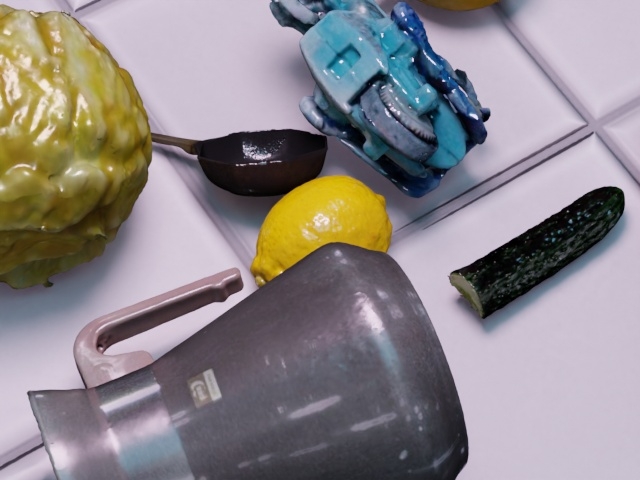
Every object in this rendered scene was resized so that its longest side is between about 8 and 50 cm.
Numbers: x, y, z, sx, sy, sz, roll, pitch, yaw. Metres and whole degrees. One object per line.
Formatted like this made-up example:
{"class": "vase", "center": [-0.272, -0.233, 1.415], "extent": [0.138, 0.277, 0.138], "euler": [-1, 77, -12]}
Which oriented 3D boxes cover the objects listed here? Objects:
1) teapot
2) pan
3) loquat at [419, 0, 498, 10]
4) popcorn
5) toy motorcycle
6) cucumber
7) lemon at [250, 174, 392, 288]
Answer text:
{"class": "teapot", "center": [-0.072, 0.147, 1.630], "extent": [0.344, 0.253, 0.300], "euler": [-20, 46, -10]}
{"class": "pan", "center": [-0.083, -0.083, 1.852], "extent": [0.128, 0.048, 0.202], "euler": [-16, 23, -42]}
{"class": "loquat", "center": [0.136, -0.321, 1.951], "extent": [0.204, 0.149, 0.172], "euler": [-32, 69, -5]}
{"class": "popcorn", "center": [-0.289, -0.089, 1.728], "extent": [0.282, 0.282, 0.247], "euler": [-6, 59, -8]}
{"class": "toy motorcycle", "center": [0.056, -0.170, 1.843], "extent": [0.154, 0.206, 0.260], "euler": [-44, 69, 20]}
{"class": "cucumber", "center": [0.223, 0.006, 1.828], "extent": [0.214, 0.058, 0.052], "euler": [-31, 34, -23]}
{"class": "lemon", "center": [0.000, 0.000, 1.780], "extent": [0.155, 0.114, 0.114], "euler": [-31, 68, -13]}
